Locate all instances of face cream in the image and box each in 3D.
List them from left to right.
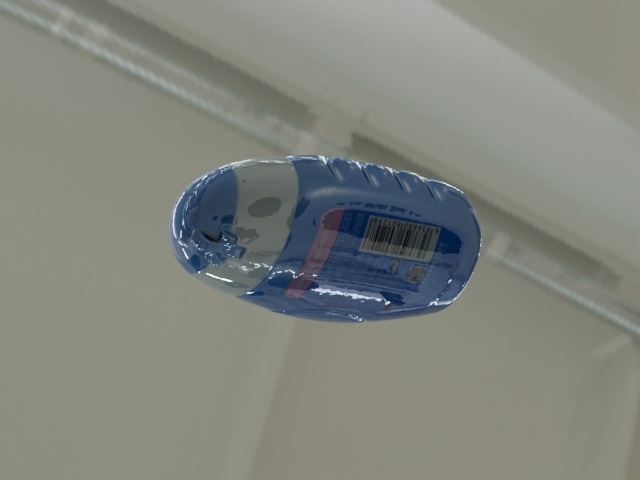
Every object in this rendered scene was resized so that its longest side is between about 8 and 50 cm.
[{"bbox_3d":[0.000,0.000,1.128,0.264,0.149,0.083,10,-148,-35],"label":"face cream"}]
